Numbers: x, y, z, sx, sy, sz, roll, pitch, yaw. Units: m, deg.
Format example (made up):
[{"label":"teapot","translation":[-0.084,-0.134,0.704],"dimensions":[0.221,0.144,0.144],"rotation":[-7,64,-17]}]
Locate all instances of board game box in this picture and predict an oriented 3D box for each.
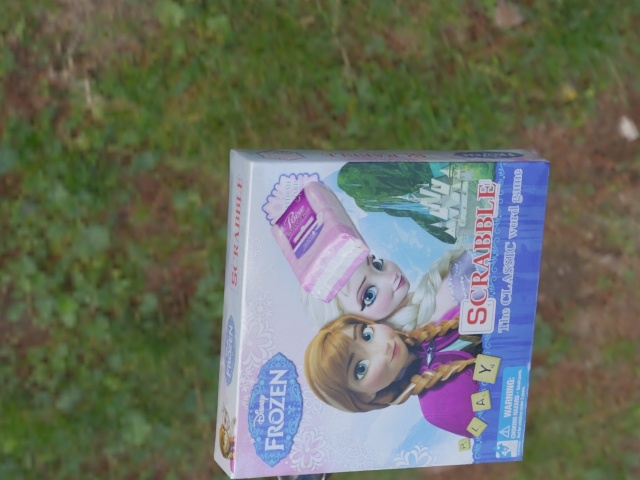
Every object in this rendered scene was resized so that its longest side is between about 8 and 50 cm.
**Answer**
[{"label":"board game box","translation":[0.061,0.069,1.804],"dimensions":[0.318,0.066,0.319],"rotation":[-2,104,-20]}]

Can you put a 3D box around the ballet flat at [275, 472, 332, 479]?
[{"label":"ballet flat","translation":[0.001,0.125,1.926],"dimensions":[0.095,0.280,0.096],"rotation":[14,158,-15]}]

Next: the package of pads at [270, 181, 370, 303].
[{"label":"package of pads","translation":[0.000,0.000,1.223],"dimensions":[0.032,0.083,0.050],"rotation":[32,105,-31]}]
